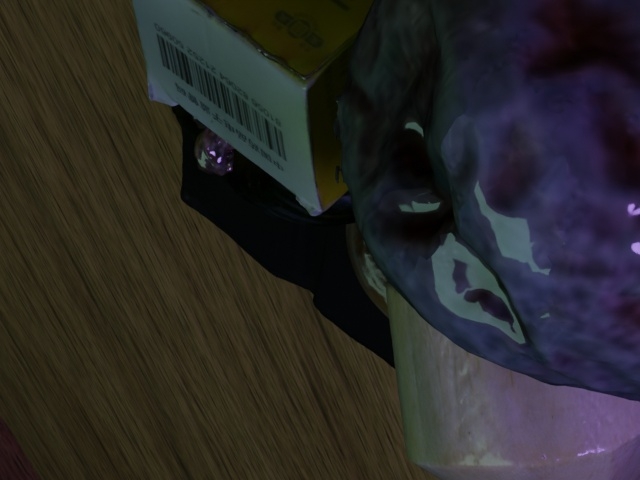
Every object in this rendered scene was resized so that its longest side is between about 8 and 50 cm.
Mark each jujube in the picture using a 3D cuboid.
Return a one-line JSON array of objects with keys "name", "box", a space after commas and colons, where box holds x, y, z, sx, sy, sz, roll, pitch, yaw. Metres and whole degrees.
[{"name": "jujube", "box": [0.175, -0.041, 0.894, 0.215, 0.308, 0.246, 119, 144, -47]}]

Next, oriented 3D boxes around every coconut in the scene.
[{"name": "coconut", "box": [0.146, 0.081, 1.239, 0.202, 0.202, 0.222, 4, 104, 62]}]

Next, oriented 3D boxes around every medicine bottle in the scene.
[{"name": "medicine bottle", "box": [0.029, -0.156, 1.030, 0.137, 0.250, 0.141, 39, 160, 21]}]

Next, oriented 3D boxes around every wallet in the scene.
[{"name": "wallet", "box": [0.000, 0.000, 1.666, 0.323, 0.041, 0.247, 39, 159, 15]}]

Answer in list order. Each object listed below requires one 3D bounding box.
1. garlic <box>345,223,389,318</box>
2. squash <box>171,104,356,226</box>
[{"name": "garlic", "box": [0.103, 0.018, 1.416, 0.206, 0.128, 0.115, 40, -179, 6]}, {"name": "squash", "box": [-0.009, -0.111, 1.296, 0.218, 0.172, 0.218, 22, 116, 57]}]
